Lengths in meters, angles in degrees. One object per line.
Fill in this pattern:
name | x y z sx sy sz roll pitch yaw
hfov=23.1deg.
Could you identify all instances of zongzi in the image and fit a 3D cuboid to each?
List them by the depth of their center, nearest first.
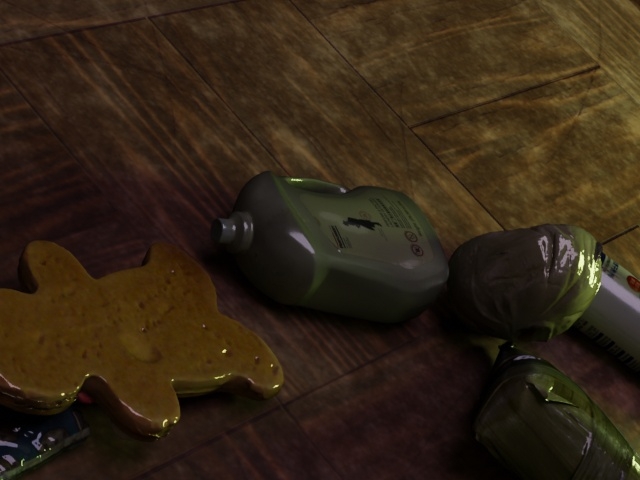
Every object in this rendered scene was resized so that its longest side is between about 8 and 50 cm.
zongzi | 0.254 0.211 1.600 0.221 0.112 0.242 47 10 -2

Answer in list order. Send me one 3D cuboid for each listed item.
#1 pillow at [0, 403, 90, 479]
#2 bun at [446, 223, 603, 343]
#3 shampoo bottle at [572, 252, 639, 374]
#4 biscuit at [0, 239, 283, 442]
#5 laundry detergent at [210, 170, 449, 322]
pillow | -0.322 0.138 1.258 0.189 0.034 0.255 43 38 13
bun | 0.222 0.054 1.679 0.167 0.173 0.113 2 68 -13
shampoo bottle | 0.385 0.112 1.804 0.303 0.092 0.092 36 36 2
biscuit | -0.189 0.090 1.380 0.216 0.047 0.340 48 30 18
laundry detergent | 0.000 0.000 1.618 0.253 0.091 0.181 7 43 -33
